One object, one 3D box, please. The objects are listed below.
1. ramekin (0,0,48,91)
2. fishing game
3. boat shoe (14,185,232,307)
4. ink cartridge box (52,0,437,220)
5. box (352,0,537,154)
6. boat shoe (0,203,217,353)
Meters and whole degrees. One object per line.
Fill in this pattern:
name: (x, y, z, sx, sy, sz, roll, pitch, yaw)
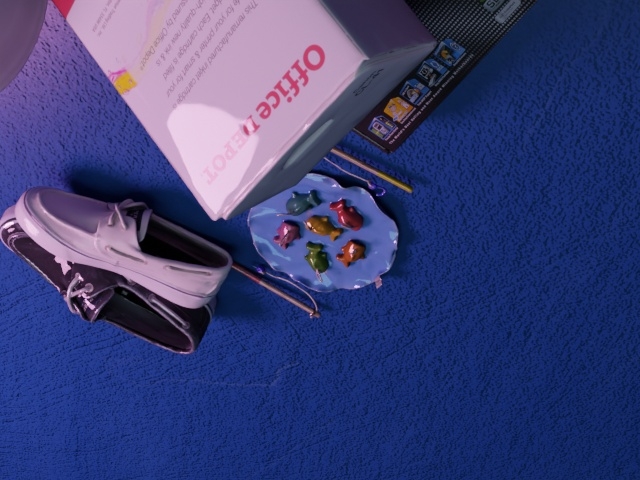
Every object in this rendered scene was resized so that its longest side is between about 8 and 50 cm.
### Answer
ramekin: (-0.383, -0.257, 0.846, 0.127, 0.273, 0.273, 11, 135, 24)
fishing game: (0.000, 0.000, 1.114, 0.189, 0.041, 0.264, 31, 133, -9)
boat shoe: (-0.235, -0.006, 1.139, 0.267, 0.096, 0.088, 29, 129, -13)
ink cartridge box: (-0.086, -0.207, 0.803, 0.306, 0.131, 0.226, 53, 129, 6)
box: (0.059, -0.231, 0.870, 0.216, 0.060, 0.270, 32, 132, -14)
boat shoe: (-0.283, 0.056, 1.201, 0.301, 0.102, 0.108, 29, 133, -12)
